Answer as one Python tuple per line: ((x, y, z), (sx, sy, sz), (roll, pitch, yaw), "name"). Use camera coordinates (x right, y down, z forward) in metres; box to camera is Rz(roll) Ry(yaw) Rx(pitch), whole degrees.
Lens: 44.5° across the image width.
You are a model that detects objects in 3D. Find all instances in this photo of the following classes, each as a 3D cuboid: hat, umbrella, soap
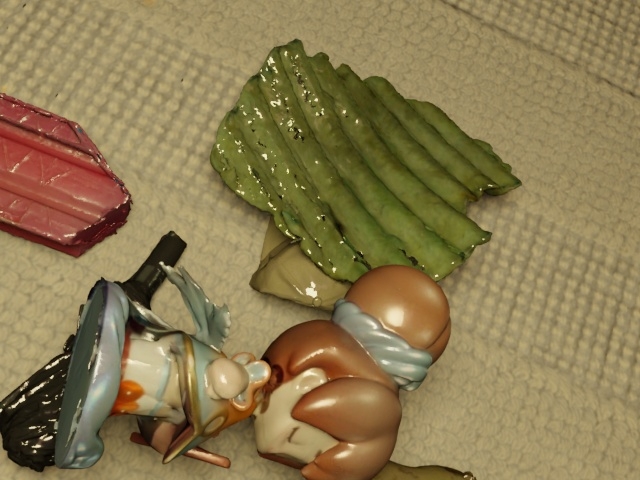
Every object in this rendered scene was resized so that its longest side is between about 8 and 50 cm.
((0.000, 0.000, 1.049), (0.166, 0.144, 0.173), (8, 91, -13), "hat")
((-0.263, 0.122, 0.957), (0.118, 0.118, 0.340), (31, 57, -1), "umbrella")
((-0.364, -0.080, 0.999), (0.250, 0.099, 0.162), (22, 66, -4), "soap")

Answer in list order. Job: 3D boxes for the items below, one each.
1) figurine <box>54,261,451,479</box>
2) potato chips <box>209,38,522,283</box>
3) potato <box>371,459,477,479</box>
((-0.069, 0.147, 0.852), (0.388, 0.277, 0.248), (14, 57, -20), "figurine")
((0.069, -0.119, 1.069), (0.389, 0.097, 0.373), (34, 50, 7), "potato chips")
((0.101, 0.345, 0.925), (0.262, 0.165, 0.165), (13, 67, -14), "potato")
